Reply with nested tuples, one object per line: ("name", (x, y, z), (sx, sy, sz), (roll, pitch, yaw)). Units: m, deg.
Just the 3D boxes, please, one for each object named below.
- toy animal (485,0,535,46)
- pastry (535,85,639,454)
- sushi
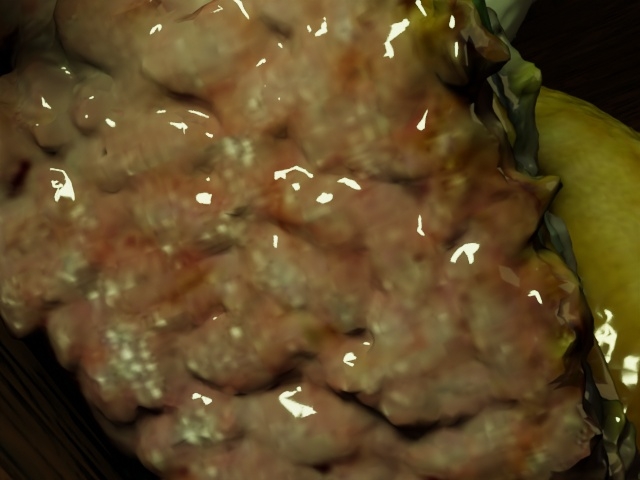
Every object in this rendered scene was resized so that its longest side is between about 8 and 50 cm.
("toy animal", (-0.005, -0.180, 0.934), (0.357, 0.194, 0.257), (6, 80, -61))
("pastry", (0.116, 0.080, 0.811), (0.356, 0.164, 0.356), (165, -90, -83))
("sushi", (0.000, 0.000, 0.562), (0.236, 0.171, 0.270), (-71, 139, -74))
